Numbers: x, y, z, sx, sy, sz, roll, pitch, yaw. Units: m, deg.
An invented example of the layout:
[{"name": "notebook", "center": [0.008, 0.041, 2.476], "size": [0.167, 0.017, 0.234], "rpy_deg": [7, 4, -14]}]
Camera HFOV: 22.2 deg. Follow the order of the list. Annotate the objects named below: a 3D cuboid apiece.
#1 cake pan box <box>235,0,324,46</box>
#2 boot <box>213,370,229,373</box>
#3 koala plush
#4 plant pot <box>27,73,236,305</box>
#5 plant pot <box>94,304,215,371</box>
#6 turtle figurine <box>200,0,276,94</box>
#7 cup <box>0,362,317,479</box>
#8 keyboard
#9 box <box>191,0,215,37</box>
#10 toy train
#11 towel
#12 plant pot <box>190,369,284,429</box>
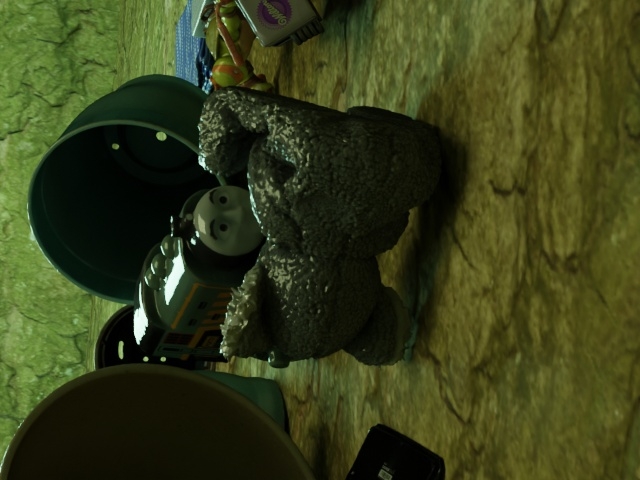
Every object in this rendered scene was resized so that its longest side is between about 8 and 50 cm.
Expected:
[{"name": "cake pan box", "center": [-0.088, -0.314, 1.668], "size": [0.267, 0.070, 0.246], "rpy_deg": [59, -174, -4]}, {"name": "boot", "center": [-0.154, 0.254, 2.118], "size": [0.190, 0.069, 0.086], "rpy_deg": [114, 159, -49]}, {"name": "koala plush", "center": [0.000, 0.000, 1.350], "size": [0.203, 0.196, 0.221], "rpy_deg": [-152, 70, -64]}, {"name": "plant pot", "center": [-0.232, -0.092, 2.206], "size": [0.255, 0.271, 0.272], "rpy_deg": [-79, 2, -61]}, {"name": "plant pot", "center": [-0.237, 0.162, 2.325], "size": [0.165, 0.167, 0.167], "rpy_deg": [177, 98, -83]}, {"name": "turtle figurine", "center": [-0.096, -0.257, 1.956], "size": [0.269, 0.087, 0.217], "rpy_deg": [67, -151, -59]}, {"name": "cup", "center": [-0.187, 0.321, 1.604], "size": [0.237, 0.331, 0.331], "rpy_deg": [129, 145, -47]}, {"name": "keyboard", "center": [0.062, 0.215, 1.363], "size": [0.100, 0.038, 0.192], "rpy_deg": [-62, 13, -3]}, {"name": "box", "center": [-0.131, -0.363, 2.220], "size": [0.126, 0.072, 0.137], "rpy_deg": [121, 149, -62]}, {"name": "toy train", "center": [-0.077, 0.036, 1.624], "size": [0.334, 0.190, 0.142], "rpy_deg": [127, 145, -65]}, {"name": "towel", "center": [-0.201, -0.306, 2.556], "size": [0.336, 0.040, 0.243], "rpy_deg": [127, 146, -66]}, {"name": "plant pot", "center": [-0.186, 0.274, 1.859], "size": [0.293, 0.196, 0.293], "rpy_deg": [-163, 90, -74]}]
